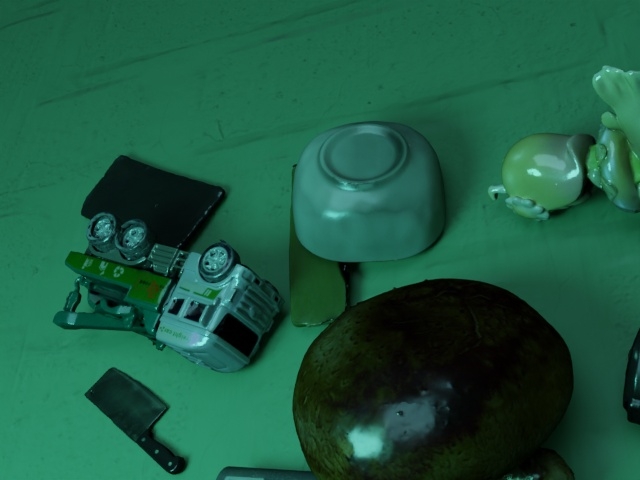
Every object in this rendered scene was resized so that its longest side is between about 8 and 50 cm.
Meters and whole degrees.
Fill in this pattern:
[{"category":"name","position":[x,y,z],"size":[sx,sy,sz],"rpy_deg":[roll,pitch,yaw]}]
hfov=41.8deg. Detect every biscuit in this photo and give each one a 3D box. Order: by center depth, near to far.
[{"category":"biscuit","position":[0.000,0.000,1.309],"size":[0.099,0.038,0.322],"rpy_deg":[-10,52,11]}]

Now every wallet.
[{"category":"wallet","position":[-0.308,-0.068,1.512],"size":[0.285,0.030,0.146],"rpy_deg":[18,67,35]}]

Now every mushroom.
[{"category":"mushroom","position":[0.128,0.165,0.992],"size":[0.345,0.345,0.239],"rpy_deg":[20,103,35]}]

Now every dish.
[{"category":"dish","position":[0.070,-0.092,1.266],"size":[0.256,0.117,0.256],"rpy_deg":[-5,50,6]}]

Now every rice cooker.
[{"category":"rice cooker","position":[0.408,0.144,0.964],"size":[0.107,0.112,0.165],"rpy_deg":[6,58,21]}]

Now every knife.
[{"category":"knife","position":[-0.266,0.261,1.245],"size":[0.245,0.019,0.072],"rpy_deg":[29,69,40]}]

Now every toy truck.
[{"category":"toy truck","position":[-0.241,0.084,1.280],"size":[0.364,0.176,0.177],"rpy_deg":[9,68,31]}]

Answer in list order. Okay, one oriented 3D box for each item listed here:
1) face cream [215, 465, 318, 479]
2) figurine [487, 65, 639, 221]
[{"category":"face cream","position":[0.004,0.323,1.035],"size":[0.284,0.073,0.073],"rpy_deg":[-3,54,23]},{"category":"figurine","position":[0.393,-0.121,1.099],"size":[0.394,0.274,0.226],"rpy_deg":[-6,47,43]}]
